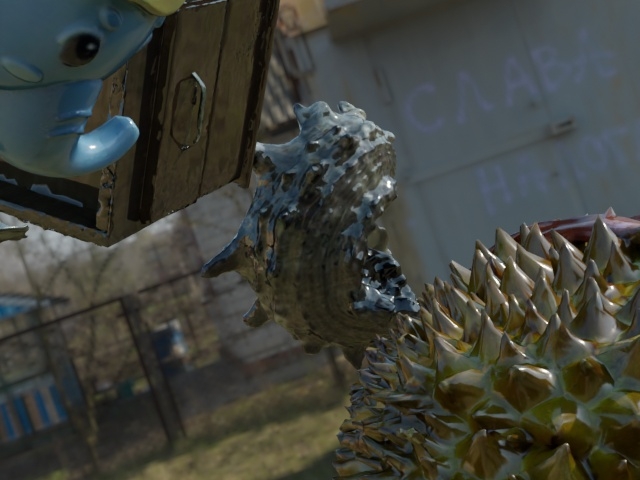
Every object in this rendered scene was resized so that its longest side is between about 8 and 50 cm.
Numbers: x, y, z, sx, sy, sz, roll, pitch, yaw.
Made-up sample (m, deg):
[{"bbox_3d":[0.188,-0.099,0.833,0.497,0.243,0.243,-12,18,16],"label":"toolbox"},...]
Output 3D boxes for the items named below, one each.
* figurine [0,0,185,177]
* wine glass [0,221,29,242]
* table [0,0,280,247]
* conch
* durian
[{"bbox_3d":[-0.152,-0.114,0.619,0.180,0.154,0.262,9,-38,-41],"label":"figurine"},{"bbox_3d":[-0.411,-0.106,1.560,0.103,0.222,0.103,-10,-3,-1],"label":"wine glass"},{"bbox_3d":[-0.148,-0.114,0.919,0.172,0.169,0.193,17,21,19],"label":"table"},{"bbox_3d":[0.011,-0.008,1.317,0.186,0.313,0.241,-5,42,35],"label":"conch"},{"bbox_3d":[0.156,0.155,0.639,0.347,0.348,0.384,-18,-33,20],"label":"durian"}]
